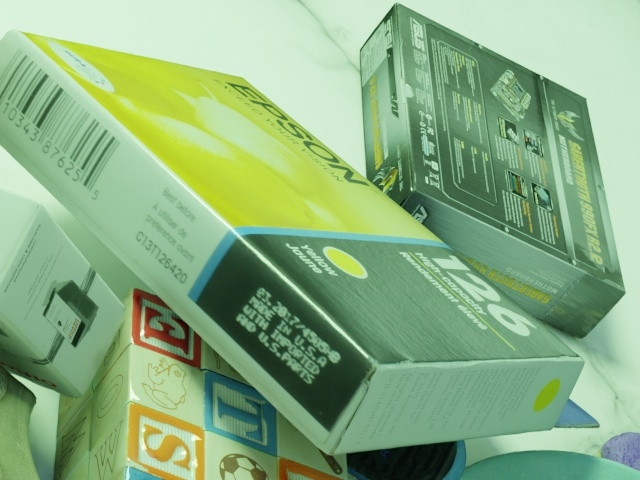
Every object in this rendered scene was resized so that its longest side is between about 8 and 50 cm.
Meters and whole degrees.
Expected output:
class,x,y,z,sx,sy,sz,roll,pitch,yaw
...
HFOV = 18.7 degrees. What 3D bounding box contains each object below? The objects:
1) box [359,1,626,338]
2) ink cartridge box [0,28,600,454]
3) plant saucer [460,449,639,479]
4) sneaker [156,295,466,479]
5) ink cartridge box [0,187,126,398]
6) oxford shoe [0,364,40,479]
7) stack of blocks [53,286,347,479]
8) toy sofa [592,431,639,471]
class,x,y,z,sx,sy,sz,roll,pitch,yaw
box,0.121,-0.055,1.418,0.183,0.056,0.231,25,36,-22
ink cartridge box,0.000,0.000,1.118,0.303,0.072,0.307,40,21,28
plant saucer,0.147,0.199,1.122,0.195,0.037,0.195,7,35,-5
sneaker,-0.007,0.083,1.140,0.209,0.069,0.082,34,-4,10
ink cartridge box,-0.166,0.017,0.951,0.099,0.135,0.056,20,73,20
oxford shoe,-0.162,0.162,0.834,0.130,0.123,0.348,25,36,-29
stack of blocks,-0.041,0.178,0.957,0.171,0.087,0.297,23,36,-23
toy sofa,0.286,0.231,1.151,0.177,0.150,0.362,27,35,-19
